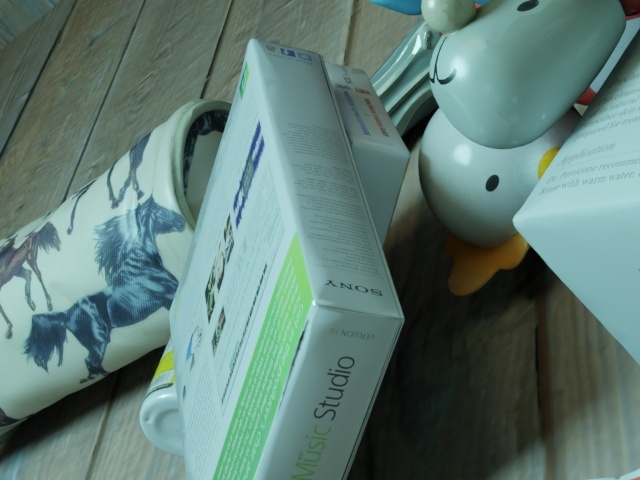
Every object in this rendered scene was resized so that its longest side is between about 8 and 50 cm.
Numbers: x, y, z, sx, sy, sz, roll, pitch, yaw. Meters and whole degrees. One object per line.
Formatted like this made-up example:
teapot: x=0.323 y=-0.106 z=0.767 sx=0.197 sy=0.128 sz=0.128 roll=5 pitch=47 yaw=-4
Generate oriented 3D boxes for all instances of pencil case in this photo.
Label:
pencil case: x=-0.191 y=0.037 z=1.428 sx=0.410 sy=0.160 sz=0.183 roll=-30 pitch=13 yaw=31

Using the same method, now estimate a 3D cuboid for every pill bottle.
pill bottle: x=-0.087 y=0.098 z=1.262 sx=0.065 sy=0.065 sz=0.116 roll=-29 pitch=26 yaw=33

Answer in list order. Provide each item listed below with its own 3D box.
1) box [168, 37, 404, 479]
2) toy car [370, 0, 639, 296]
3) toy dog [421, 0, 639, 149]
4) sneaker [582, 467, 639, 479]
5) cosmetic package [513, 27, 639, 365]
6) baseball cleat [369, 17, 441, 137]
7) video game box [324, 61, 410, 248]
box: x=-0.033 y=0.048 z=1.064 sx=0.322 sy=0.058 sz=0.232 roll=-102 pitch=27 yaw=-57
toy car: x=0.136 y=-0.075 z=1.078 sx=0.210 sy=0.219 sz=0.238 roll=12 pitch=88 yaw=64
toy dog: x=0.156 y=-0.218 z=0.865 sx=0.220 sy=0.161 sz=0.333 roll=-22 pitch=29 yaw=55
sneaker: x=0.139 y=0.144 z=0.787 sx=0.158 sy=0.061 sz=0.065 roll=-35 pitch=29 yaw=23
cosmetic package: x=0.292 y=-0.108 z=0.849 sx=0.385 sy=0.156 sz=0.217 roll=-52 pitch=23 yaw=-23
baseball cleat: x=0.074 y=-0.136 z=1.400 sx=0.206 sy=0.072 sz=0.109 roll=-39 pitch=15 yaw=2
video game box: x=0.000 y=0.000 z=1.178 sx=0.187 sy=0.048 sz=0.205 roll=-113 pitch=36 yaw=-65
